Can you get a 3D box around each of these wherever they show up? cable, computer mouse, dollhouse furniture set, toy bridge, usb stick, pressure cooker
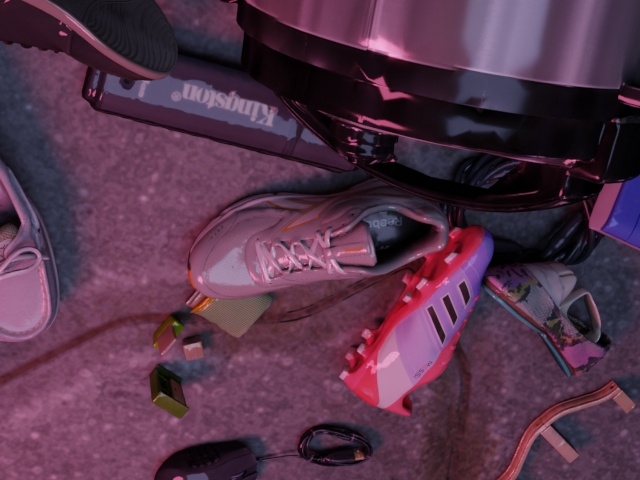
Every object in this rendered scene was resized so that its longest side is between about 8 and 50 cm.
[{"bbox_3d":[0.209,-0.028,1.333,0.184,0.047,0.151,-12,123,-6],"label":"cable"},{"bbox_3d":[-0.059,0.247,1.389,0.242,0.041,0.071,-10,115,-10],"label":"computer mouse"},{"bbox_3d":[-0.116,0.101,1.299,0.076,0.058,0.152,36,102,-25],"label":"dollhouse furniture set"},{"bbox_3d":[0.268,0.226,1.467,0.188,0.026,0.063,-42,114,7],"label":"toy bridge"},{"bbox_3d":[-0.082,-0.127,1.212,0.278,0.045,0.077,13,108,-18],"label":"usb stick"},{"bbox_3d":[0.116,-0.237,1.031,0.375,0.370,0.420,7,109,-12],"label":"pressure cooker"}]

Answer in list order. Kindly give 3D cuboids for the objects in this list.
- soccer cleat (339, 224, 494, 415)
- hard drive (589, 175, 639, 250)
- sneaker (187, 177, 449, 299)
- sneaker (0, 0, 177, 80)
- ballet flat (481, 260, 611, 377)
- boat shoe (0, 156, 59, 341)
[{"bbox_3d":[0.114,0.083,1.307,0.095,0.083,0.248,32,122,-9],"label":"soccer cleat"},{"bbox_3d":[0.452,-0.053,1.347,0.318,0.040,0.210,22,89,-21],"label":"hard drive"},{"bbox_3d":[0.000,0.000,1.241,0.262,0.121,0.099,-17,106,-7],"label":"sneaker"},{"bbox_3d":[-0.237,-0.196,1.117,0.222,0.083,0.118,30,146,-28],"label":"sneaker"},{"bbox_3d":[0.243,0.070,1.345,0.079,0.077,0.221,-41,134,7],"label":"ballet flat"},{"bbox_3d":[-0.324,-0.035,1.162,0.118,0.103,0.320,-17,116,-6],"label":"boat shoe"}]
